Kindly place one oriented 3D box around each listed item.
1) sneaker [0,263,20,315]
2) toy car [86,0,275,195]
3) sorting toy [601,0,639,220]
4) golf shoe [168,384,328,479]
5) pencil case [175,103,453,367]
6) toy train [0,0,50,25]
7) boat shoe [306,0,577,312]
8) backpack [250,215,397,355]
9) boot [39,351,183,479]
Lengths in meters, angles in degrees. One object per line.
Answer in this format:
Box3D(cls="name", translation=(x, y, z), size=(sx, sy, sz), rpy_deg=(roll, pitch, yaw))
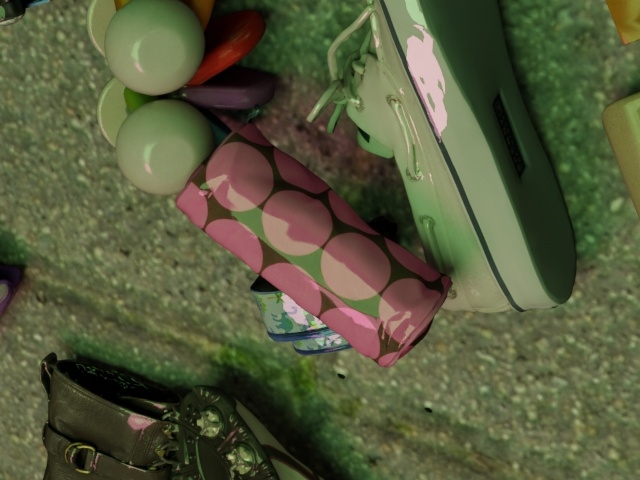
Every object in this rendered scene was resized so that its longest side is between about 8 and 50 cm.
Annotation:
Box3D(cls="sneaker", translation=(-0.353, -0.009, 1.545), size=(0.104, 0.095, 0.236), rpy_deg=(-38, 98, 24))
Box3D(cls="toy car", translation=(-0.104, -0.128, 1.372), size=(0.136, 0.159, 0.182), rpy_deg=(-9, 111, -13))
Box3D(cls="sorting toy", translation=(0.323, -0.081, 1.256), size=(0.229, 0.041, 0.307), rpy_deg=(-20, 94, 23))
Box3D(cls="golf shoe", translation=(-0.026, 0.235, 1.497), size=(0.105, 0.120, 0.273), rpy_deg=(-39, 82, 36))
Box3D(cls="pencil case", translation=(0.000, 0.000, 1.298), size=(0.209, 0.098, 0.095), rpy_deg=(41, 108, 6))
Box3D(cls="toy train", translation=(-0.262, -0.263, 1.387), size=(0.080, 0.105, 0.184), rpy_deg=(-11, 106, 30))
Box3D(cls="boat shoe", translation=(0.063, -0.105, 1.314), size=(0.156, 0.136, 0.367), rpy_deg=(-11, 116, 29))
Box3D(cls="backpack", translation=(0.006, 0.043, 1.396), size=(0.105, 0.114, 0.084), rpy_deg=(-11, 106, 25))
Box3D(cls="boot", translation=(-0.156, 0.238, 1.562), size=(0.263, 0.091, 0.229), rpy_deg=(24, 114, 9))
